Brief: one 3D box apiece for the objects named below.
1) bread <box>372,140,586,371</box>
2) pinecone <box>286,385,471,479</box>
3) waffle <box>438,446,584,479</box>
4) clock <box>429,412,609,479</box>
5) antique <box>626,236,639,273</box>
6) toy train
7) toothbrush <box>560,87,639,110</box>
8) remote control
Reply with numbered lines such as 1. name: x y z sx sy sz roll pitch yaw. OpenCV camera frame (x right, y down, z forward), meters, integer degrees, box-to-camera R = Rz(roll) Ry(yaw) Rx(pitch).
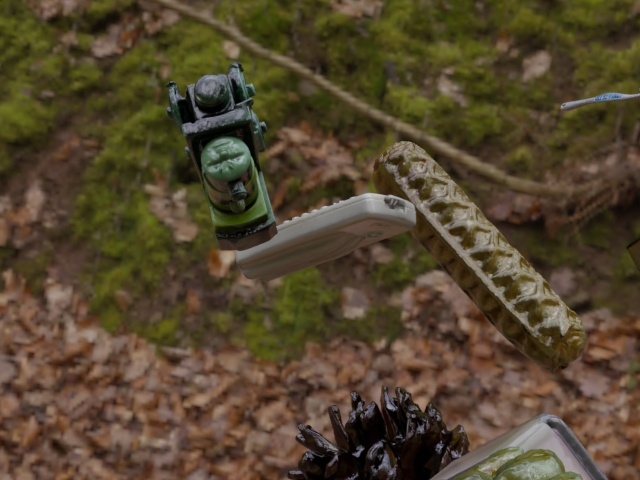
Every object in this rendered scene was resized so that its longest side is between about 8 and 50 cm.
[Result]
1. bread: 0.192 0.015 1.457 0.077 0.084 0.367 -27 65 -32
2. pinecone: 0.089 0.330 1.477 0.296 0.298 0.242 38 60 18
3. waffle: 0.016 0.158 0.443 0.054 0.214 0.208 54 14 -4
4. clock: 0.154 0.226 0.783 0.071 0.147 0.192 -32 81 -34
5. antique: 0.473 0.029 1.385 0.148 0.147 0.152 -8 64 -41
6. toy train: -0.085 -0.077 1.082 0.083 0.132 0.200 -17 -14 -1
7. toothbrush: 0.389 -0.191 1.587 0.017 0.014 0.162 38 -24 -26
8. remote control: 0.000 -0.001 1.353 0.230 0.049 0.090 -20 -23 39
